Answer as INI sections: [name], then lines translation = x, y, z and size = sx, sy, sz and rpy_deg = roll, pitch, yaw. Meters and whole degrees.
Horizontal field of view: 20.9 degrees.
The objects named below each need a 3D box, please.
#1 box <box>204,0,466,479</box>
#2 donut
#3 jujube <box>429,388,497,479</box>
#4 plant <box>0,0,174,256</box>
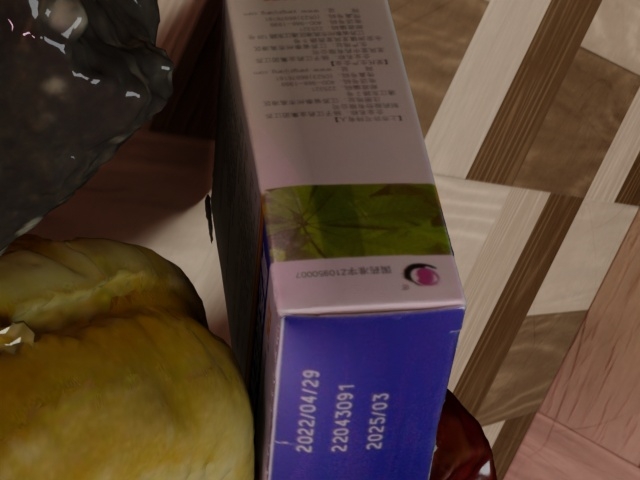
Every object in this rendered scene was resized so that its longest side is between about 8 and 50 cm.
[box]
translation = 0.000, 0.000, 1.055
size = 0.200, 0.106, 0.299
rpy_deg = 96, -13, -45
[donut]
translation = -0.207, 0.187, 0.912
size = 0.449, 0.198, 0.449
rpy_deg = -48, 155, -31
[jujube]
translation = -0.038, 0.254, 1.310
size = 0.377, 0.276, 0.276
rpy_deg = -51, 157, -25
[plant]
translation = -0.193, -0.041, 0.622
size = 0.274, 0.149, 0.146
rpy_deg = -25, 127, 9
